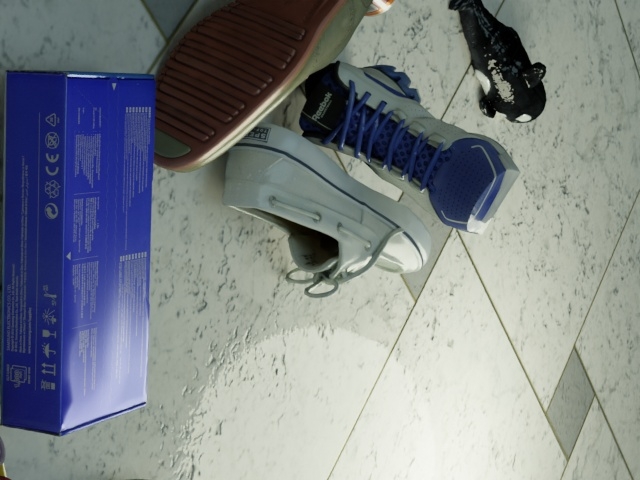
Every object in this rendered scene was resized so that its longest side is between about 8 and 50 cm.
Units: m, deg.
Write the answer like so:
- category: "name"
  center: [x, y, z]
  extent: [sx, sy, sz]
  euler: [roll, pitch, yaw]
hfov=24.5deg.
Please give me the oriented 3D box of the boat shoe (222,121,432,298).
- category: "boat shoe"
  center: [0.006, 0.000, 1.800]
  extent: [0.367, 0.135, 0.156]
  euler: [35, 66, -49]

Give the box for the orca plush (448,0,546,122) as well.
- category: "orca plush"
  center: [0.297, -0.281, 2.214]
  extent: [0.151, 0.102, 0.287]
  euler: [-54, 136, -37]

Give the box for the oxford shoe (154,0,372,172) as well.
- category: "oxford shoe"
  center: [-0.046, -0.208, 1.663]
  extent: [0.397, 0.140, 0.146]
  euler: [-48, 153, -17]

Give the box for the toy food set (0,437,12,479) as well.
- category: "toy food set"
  center: [-0.326, 0.254, 1.403]
  extent: [0.128, 0.071, 0.218]
  euler: [-34, 123, -49]

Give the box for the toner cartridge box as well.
- category: "toner cartridge box"
  center: [-0.240, 0.006, 1.467]
  extent: [0.165, 0.075, 0.348]
  euler: [-11, 105, -66]

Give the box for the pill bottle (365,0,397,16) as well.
- category: "pill bottle"
  center: [0.036, -0.344, 1.829]
  extent: [0.152, 0.086, 0.086]
  euler: [27, 73, -55]

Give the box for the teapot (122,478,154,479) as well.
- category: "teapot"
  center: [-0.165, 0.379, 1.561]
  extent: [0.256, 0.187, 0.253]
  euler: [-48, 132, -40]

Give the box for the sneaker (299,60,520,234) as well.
- category: "sneaker"
  center: [0.075, -0.123, 1.784]
  extent: [0.182, 0.315, 0.127]
  euler: [7, 118, -44]
